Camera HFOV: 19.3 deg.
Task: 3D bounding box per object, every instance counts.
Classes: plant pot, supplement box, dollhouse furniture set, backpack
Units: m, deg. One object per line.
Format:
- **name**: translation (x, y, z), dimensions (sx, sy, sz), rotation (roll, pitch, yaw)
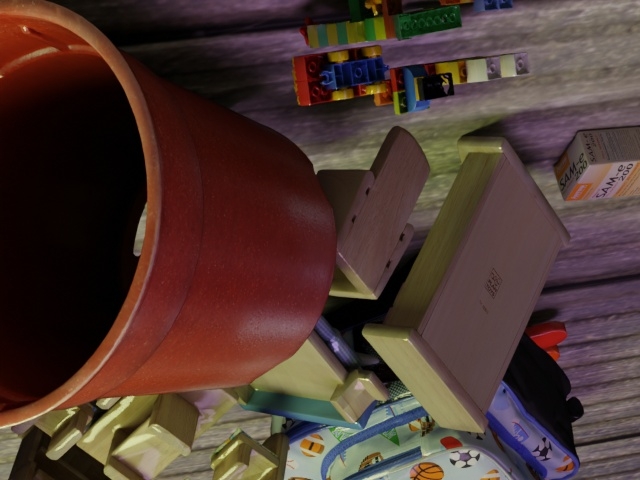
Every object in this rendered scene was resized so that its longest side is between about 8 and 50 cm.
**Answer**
- **plant pot**: translation (-0.140, -0.005, 1.285), dimensions (0.272, 0.272, 0.265), rotation (-29, 160, 26)
- **supplement box**: translation (0.257, -0.066, 1.608), dimensions (0.098, 0.036, 0.062), rotation (-6, 152, -19)
- **dollhouse furniture set**: translation (0.000, 0.000, 1.571), dimensions (0.303, 0.198, 0.286), rotation (4, 146, 39)
- **backpack**: translation (0.084, 0.178, 1.757), dimensions (0.263, 0.213, 0.276), rotation (-15, 137, 27)
- **dollhouse furniture set**: translation (-0.175, 0.179, 1.695), dimensions (0.212, 0.161, 0.242), rotation (39, 117, -17)

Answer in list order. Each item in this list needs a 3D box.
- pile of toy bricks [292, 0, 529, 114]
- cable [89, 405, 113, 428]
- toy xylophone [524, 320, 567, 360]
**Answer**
- **pile of toy bricks**: translation (0.035, -0.144, 1.280), dimensions (0.105, 0.118, 0.212), rotation (-1, -172, 45)
- **cable**: translation (-0.135, 0.174, 1.831), dimensions (0.287, 0.072, 0.139), rotation (-29, 148, 30)
- **toy xylophone**: translation (0.145, 0.182, 1.997), dimensions (0.236, 0.081, 0.323), rotation (-13, 155, -4)
